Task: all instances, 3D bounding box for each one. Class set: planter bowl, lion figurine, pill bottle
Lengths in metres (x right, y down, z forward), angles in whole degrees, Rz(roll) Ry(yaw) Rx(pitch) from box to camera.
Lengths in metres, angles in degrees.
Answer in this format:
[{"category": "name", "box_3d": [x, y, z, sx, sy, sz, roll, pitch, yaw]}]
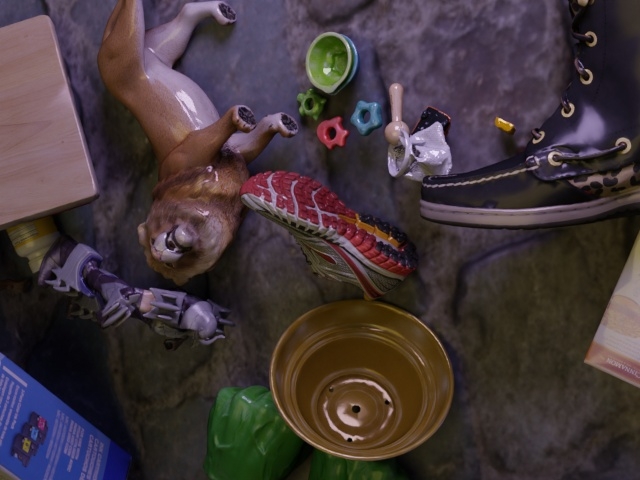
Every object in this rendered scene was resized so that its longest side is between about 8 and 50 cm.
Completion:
[{"category": "planter bowl", "box_3d": [0.046, 0.184, 1.411, 0.217, 0.217, 0.090, 29, 146, 17]}, {"category": "lion figurine", "box_3d": [-0.184, -0.159, 1.461, 0.240, 0.142, 0.392, -36, 71, 35]}, {"category": "pill bottle", "box_3d": [-0.395, -0.017, 1.615, 0.065, 0.065, 0.116, -23, 92, 28]}]

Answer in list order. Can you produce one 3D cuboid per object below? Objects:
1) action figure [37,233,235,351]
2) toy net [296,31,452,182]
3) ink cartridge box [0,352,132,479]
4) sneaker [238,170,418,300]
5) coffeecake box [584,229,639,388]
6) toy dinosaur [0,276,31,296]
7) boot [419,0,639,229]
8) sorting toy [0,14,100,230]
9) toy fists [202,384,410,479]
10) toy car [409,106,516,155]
[{"category": "action figure", "box_3d": [-0.232, 0.085, 1.514, 0.285, 0.185, 0.099, 17, 76, 36]}, {"category": "toy net", "box_3d": [0.054, -0.132, 1.354, 0.232, 0.045, 0.122, 49, 115, 28]}, {"category": "ink cartridge box", "box_3d": [-0.445, 0.307, 1.575, 0.270, 0.151, 0.395, -18, 131, 28]}, {"category": "sneaker", "box_3d": [0.000, 0.000, 1.391, 0.225, 0.088, 0.092, 32, 121, -9]}, {"category": "coffeecake box", "box_3d": [0.387, 0.073, 1.264, 0.142, 0.068, 0.185, 25, 111, 18]}, {"category": "toy dinosaur", "box_3d": [-0.541, 0.044, 1.615, 0.200, 0.295, 0.127, 23, 140, 21]}, {"category": "boot", "box_3d": [0.272, -0.164, 1.216, 0.377, 0.138, 0.284, -7, 99, 18]}, {"category": "sorting toy", "box_3d": [-0.434, -0.129, 1.546, 0.257, 0.089, 0.255, -18, 78, 1]}, {"category": "toy fists", "box_3d": [-0.016, 0.275, 1.490, 0.279, 0.096, 0.142, 26, 119, 16]}, {"category": "toy car", "box_3d": [0.161, -0.113, 1.342, 0.122, 0.040, 0.060, 13, 86, 25]}]
